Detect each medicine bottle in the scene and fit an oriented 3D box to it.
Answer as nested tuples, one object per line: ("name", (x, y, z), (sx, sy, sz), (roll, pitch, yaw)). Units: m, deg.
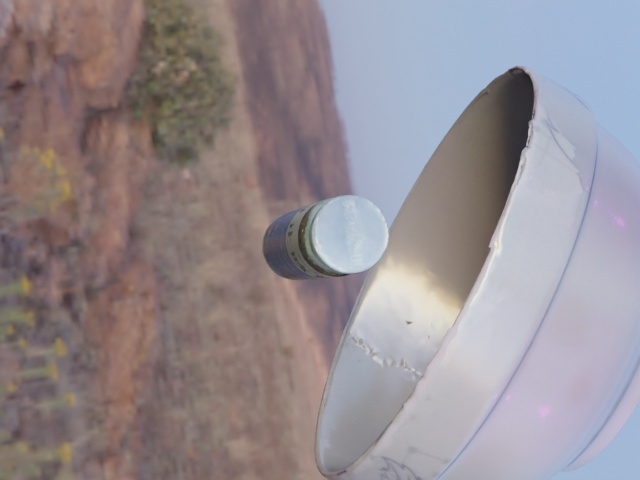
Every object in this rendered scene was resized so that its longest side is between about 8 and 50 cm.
("medicine bottle", (0.000, 0.000, 0.921), (0.191, 0.051, 0.051), (163, -83, -79))

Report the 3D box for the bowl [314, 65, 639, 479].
("bowl", (0.122, 0.047, 0.901), (0.287, 0.144, 0.287), (-63, -172, 16))
